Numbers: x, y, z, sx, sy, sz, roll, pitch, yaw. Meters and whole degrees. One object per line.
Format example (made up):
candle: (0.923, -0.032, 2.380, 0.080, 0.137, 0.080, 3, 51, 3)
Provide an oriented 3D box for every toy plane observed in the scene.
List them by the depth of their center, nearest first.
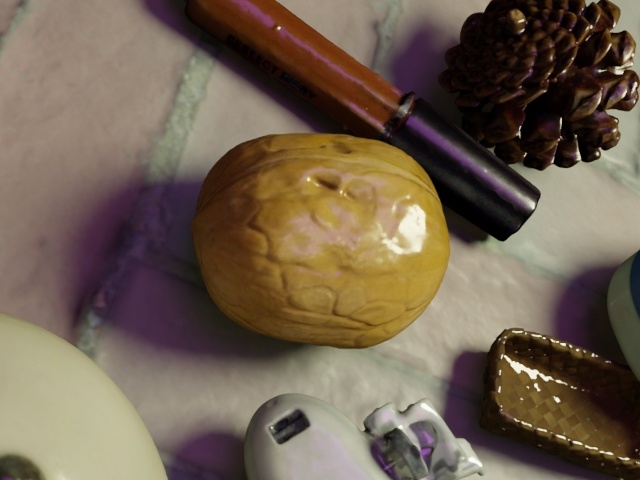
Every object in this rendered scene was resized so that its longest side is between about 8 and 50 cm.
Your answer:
toy plane: (0.024, 0.235, 0.882, 0.252, 0.118, 0.252, 1, 73, -4)

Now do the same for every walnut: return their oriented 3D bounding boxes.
walnut: (0.000, 0.000, 0.952, 0.225, 0.193, 0.193, -1, 66, -19)

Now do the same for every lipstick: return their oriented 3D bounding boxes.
lipstick: (0.033, -0.142, 1.094, 0.418, 0.077, 0.077, 35, 57, -2)

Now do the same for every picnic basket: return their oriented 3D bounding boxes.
picnic basket: (0.237, 0.157, 1.043, 0.193, 0.055, 0.110, 22, 53, -14)

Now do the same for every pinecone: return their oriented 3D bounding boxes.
pinecone: (0.233, -0.160, 1.127, 0.207, 0.208, 0.208, 9, 63, -19)

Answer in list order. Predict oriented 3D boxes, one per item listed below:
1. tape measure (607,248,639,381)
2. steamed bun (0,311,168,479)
tape measure: (0.376, 0.024, 1.121, 0.215, 0.098, 0.351, 3, 55, -32)
steamed bun: (-0.254, 0.219, 0.661, 0.334, 0.334, 0.374, 34, 62, -5)
